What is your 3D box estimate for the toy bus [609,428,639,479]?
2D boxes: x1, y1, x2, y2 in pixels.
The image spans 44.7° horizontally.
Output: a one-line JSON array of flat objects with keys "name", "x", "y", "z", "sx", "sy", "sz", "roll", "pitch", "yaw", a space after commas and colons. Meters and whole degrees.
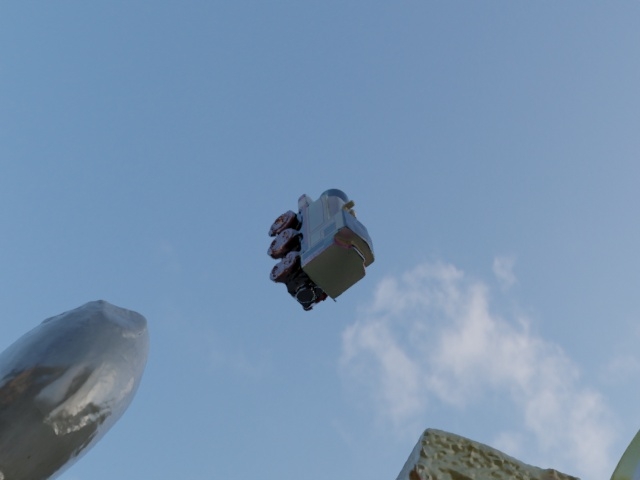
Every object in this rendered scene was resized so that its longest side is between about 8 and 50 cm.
[{"name": "toy bus", "x": 0.205, "y": 0.137, "z": 0.395, "sx": 0.058, "sy": 0.102, "sz": 0.052, "roll": 44, "pitch": -106, "yaw": -24}]

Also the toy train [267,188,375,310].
[{"name": "toy train", "x": 0.000, "y": 0.000, "z": 0.670, "sx": 0.087, "sy": 0.138, "sz": 0.050, "roll": -38, "pitch": -66, "yaw": 16}]

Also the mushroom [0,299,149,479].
[{"name": "mushroom", "x": -0.258, "y": 0.165, "z": 0.685, "sx": 0.128, "sy": 0.350, "sz": 0.128, "roll": 7, "pitch": -58, "yaw": 12}]

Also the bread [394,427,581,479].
[{"name": "bread", "x": 0.127, "y": 0.315, "z": 0.733, "sx": 0.185, "sy": 0.114, "sz": 0.274, "roll": 21, "pitch": -54, "yaw": 1}]
